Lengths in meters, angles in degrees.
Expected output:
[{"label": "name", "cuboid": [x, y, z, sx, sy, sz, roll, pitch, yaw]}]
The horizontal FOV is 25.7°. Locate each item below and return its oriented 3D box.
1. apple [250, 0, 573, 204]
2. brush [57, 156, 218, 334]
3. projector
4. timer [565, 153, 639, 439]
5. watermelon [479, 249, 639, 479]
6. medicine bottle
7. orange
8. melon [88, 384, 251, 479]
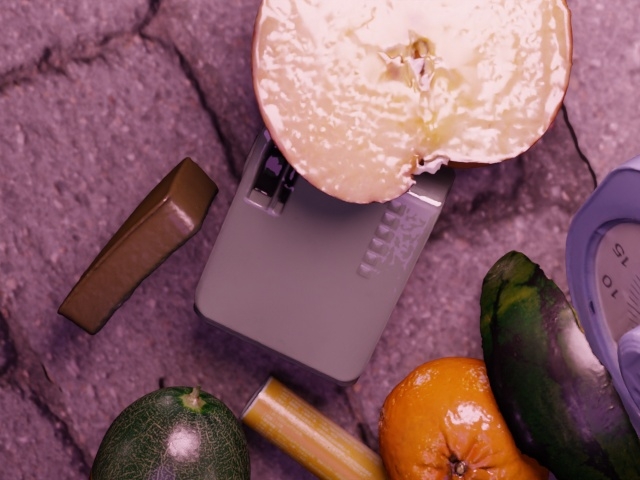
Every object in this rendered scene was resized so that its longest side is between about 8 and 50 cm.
[{"label": "apple", "cuboid": [0.081, -0.172, 1.335, 0.293, 0.163, 0.251, -8, 97, -1]}, {"label": "brush", "cuboid": [-0.192, 0.008, 1.493, 0.059, 0.123, 0.197, 41, 113, -8]}, {"label": "projector", "cuboid": [0.000, 0.000, 1.460, 0.198, 0.108, 0.250, 24, 114, 2]}, {"label": "timer", "cuboid": [0.369, 0.106, 1.292, 0.173, 0.395, 0.395, -28, 105, -17]}, {"label": "watermelon", "cuboid": [0.250, 0.148, 1.406, 0.123, 0.129, 0.301, -32, 83, 26]}, {"label": "medicine bottle", "cuboid": [0.013, 0.239, 1.563, 0.218, 0.074, 0.074, 37, 113, -2]}, {"label": "orange", "cuboid": [0.152, 0.217, 1.477, 0.193, 0.161, 0.193, 6, 114, 14]}, {"label": "melon", "cuboid": [-0.168, 0.276, 1.554, 0.182, 0.182, 0.287, 17, 113, 5]}]
